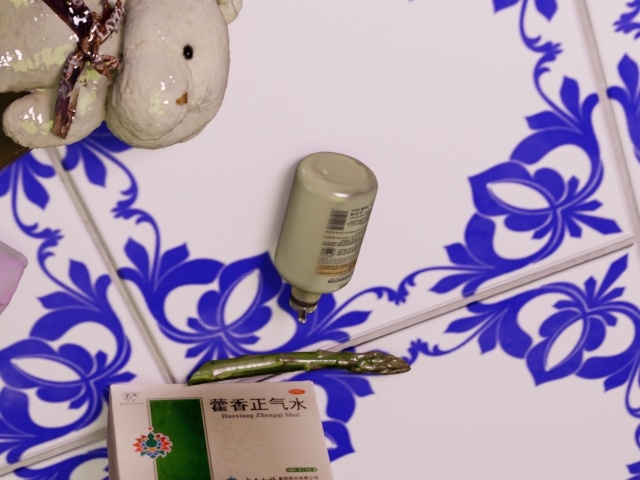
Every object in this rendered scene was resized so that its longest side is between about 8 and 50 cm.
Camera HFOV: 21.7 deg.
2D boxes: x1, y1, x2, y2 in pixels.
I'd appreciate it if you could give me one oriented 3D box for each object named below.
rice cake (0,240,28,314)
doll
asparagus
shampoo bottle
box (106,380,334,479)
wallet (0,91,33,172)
[{"bbox_3d":[-0.412,0.147,1.607,0.070,0.064,0.399,26,116,-33],"label":"rice cake"},{"bbox_3d":[-0.203,-0.161,1.380,0.278,0.149,0.175,10,122,-18],"label":"doll"},{"bbox_3d":[-0.020,0.128,1.701,0.236,0.027,0.034,-2,130,-11],"label":"asparagus"},{"bbox_3d":[0.000,0.000,1.583,0.079,0.079,0.162,5,124,-15],"label":"shampoo bottle"},{"bbox_3d":[-0.103,0.227,1.666,0.212,0.168,0.095,0,129,-12],"label":"box"},{"bbox_3d":[-0.315,-0.100,1.473,0.198,0.031,0.110,-34,125,13],"label":"wallet"}]
